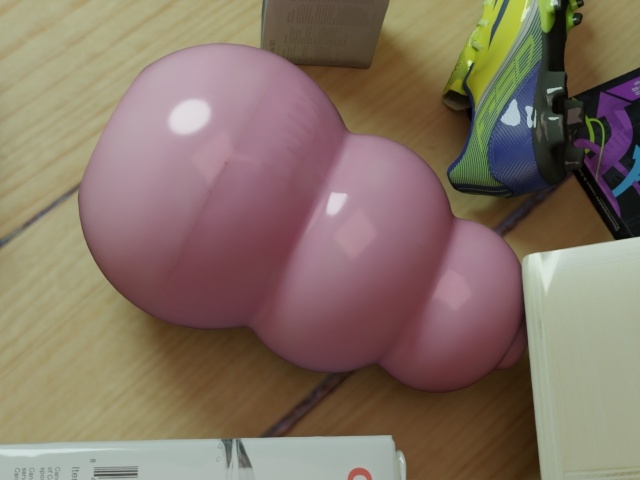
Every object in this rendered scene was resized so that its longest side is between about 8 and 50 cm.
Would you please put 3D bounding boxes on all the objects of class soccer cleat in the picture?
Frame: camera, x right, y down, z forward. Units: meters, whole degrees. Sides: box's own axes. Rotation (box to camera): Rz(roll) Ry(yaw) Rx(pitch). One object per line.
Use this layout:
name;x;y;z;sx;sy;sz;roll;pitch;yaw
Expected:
soccer cleat;0.156;-0.164;0.900;0.121;0.093;0.289;-11;55;28

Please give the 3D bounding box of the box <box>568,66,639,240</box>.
box;0.279;-0.064;0.908;0.116;0.029;0.162;-25;75;-14

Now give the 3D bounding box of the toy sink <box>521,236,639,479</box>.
toy sink;0.229;0.131;0.740;0.131;0.153;0.234;-10;67;22

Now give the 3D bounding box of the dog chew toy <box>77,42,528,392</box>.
dog chew toy;0.000;0.000;0.768;0.332;0.206;0.206;28;69;-4

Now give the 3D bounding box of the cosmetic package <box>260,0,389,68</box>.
cosmetic package;0.007;-0.217;0.821;0.099;0.239;0.060;1;70;-7

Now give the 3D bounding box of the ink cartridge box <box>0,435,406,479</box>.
ink cartridge box;-0.081;0.238;0.708;0.273;0.114;0.196;0;69;-6
